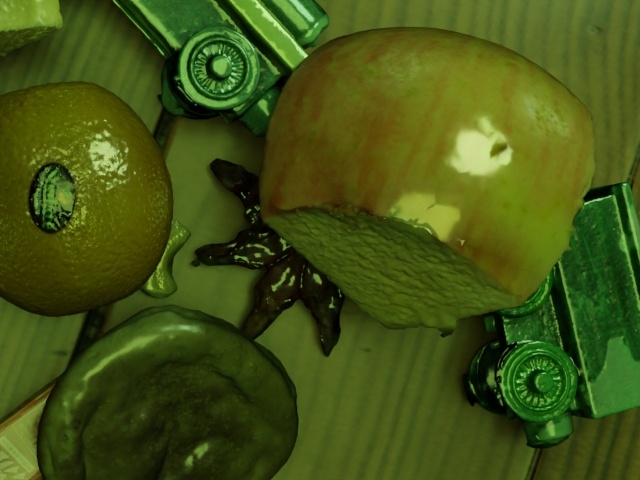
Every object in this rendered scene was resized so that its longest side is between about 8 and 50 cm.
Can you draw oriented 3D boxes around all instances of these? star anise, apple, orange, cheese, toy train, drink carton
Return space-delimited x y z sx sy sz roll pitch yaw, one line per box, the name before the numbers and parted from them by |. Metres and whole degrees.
star anise | 0.000 0.000 1.856 0.272 0.102 0.272 0 92 -9
apple | 0.111 -0.082 1.776 0.314 0.252 0.309 17 61 8
orange | -0.254 -0.040 1.762 0.236 0.236 0.236 0 88 -9
cheese | -0.162 0.019 1.866 0.044 0.030 0.083 10 81 -2
toy train | -0.132 -0.283 1.828 0.237 0.150 0.369 -44 97 -14
drink carton | -0.277 0.191 1.809 0.223 0.096 0.071 -36 95 -8
toy train | 0.243 0.076 1.872 0.201 0.145 0.266 -14 91 -12

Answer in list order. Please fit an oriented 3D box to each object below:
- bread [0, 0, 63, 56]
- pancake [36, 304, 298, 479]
bread | -0.382 -0.253 1.736 0.135 0.240 0.178 -12 90 -53
pancake | -0.149 0.198 1.785 0.294 0.049 0.294 -13 119 -24
